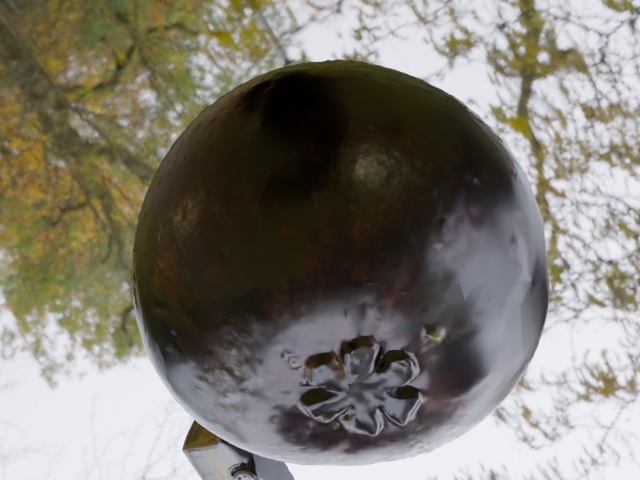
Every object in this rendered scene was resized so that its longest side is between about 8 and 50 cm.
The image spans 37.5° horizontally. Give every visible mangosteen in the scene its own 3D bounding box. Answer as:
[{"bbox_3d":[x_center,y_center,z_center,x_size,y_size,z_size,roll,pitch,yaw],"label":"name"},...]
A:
[{"bbox_3d":[0.012,-0.004,0.553,0.235,0.235,0.261,-26,-147,14],"label":"mangosteen"}]

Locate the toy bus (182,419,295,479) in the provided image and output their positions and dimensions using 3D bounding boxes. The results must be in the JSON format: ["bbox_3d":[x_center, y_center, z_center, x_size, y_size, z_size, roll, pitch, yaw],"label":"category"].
[{"bbox_3d":[-0.068,0.240,0.925,0.072,0.172,0.057,-13,-149,23],"label":"toy bus"}]
